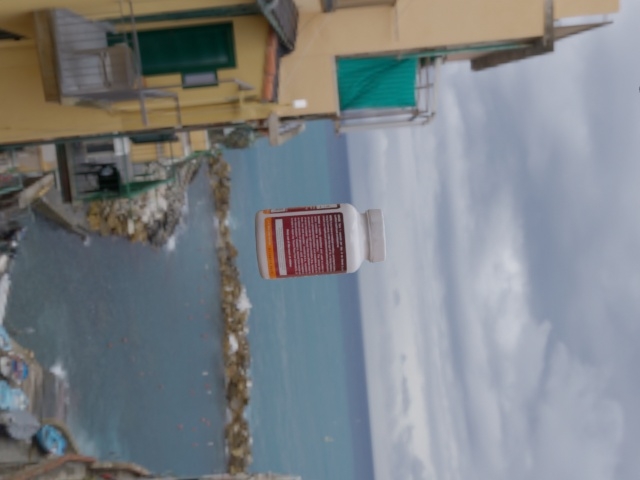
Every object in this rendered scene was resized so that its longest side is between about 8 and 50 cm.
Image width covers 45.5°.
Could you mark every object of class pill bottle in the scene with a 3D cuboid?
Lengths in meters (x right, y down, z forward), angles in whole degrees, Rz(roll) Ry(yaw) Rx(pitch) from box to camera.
[{"bbox_3d":[0.000,0.000,0.922,0.086,0.152,0.086,-4,90,-90],"label":"pill bottle"}]
